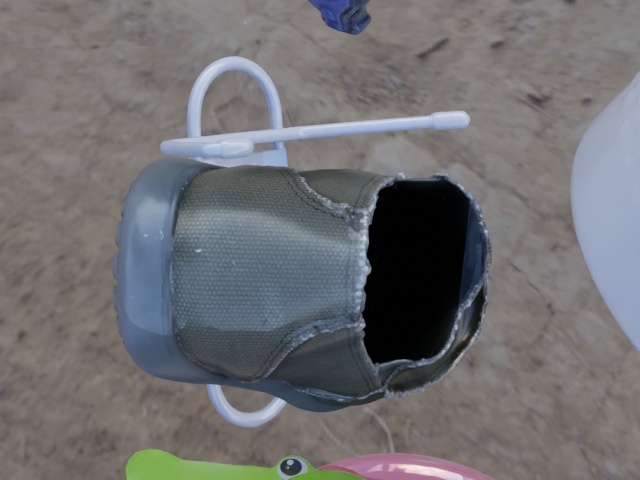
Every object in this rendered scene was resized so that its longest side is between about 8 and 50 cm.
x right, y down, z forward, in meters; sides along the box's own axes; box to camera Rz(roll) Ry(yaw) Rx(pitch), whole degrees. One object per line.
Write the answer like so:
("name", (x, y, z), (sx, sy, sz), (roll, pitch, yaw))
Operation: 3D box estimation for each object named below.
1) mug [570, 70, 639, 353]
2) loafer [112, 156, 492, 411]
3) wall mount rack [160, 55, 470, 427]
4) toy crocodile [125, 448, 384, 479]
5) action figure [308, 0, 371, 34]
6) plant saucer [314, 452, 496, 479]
("mug", (0.376, -0.086, 0.763), (0.276, 0.374, 0.328), (50, 138, 8))
("loafer", (0.022, 0.022, 0.481), (0.087, 0.251, 0.094), (2, 89, 24))
("wall mount rack", (0.000, 0.000, 1.230), (0.304, 0.130, 0.350), (-11, 101, -41))
("toy crocodile", (0.067, 0.159, 0.566), (0.340, 0.105, 0.115), (13, 134, 23))
("action figure", (0.013, -0.297, 0.764), (0.178, 0.341, 0.330), (-37, 75, -11))
("plant saucer", (0.062, 0.344, 1.070), (0.332, 0.084, 0.332), (1, 96, 8))
